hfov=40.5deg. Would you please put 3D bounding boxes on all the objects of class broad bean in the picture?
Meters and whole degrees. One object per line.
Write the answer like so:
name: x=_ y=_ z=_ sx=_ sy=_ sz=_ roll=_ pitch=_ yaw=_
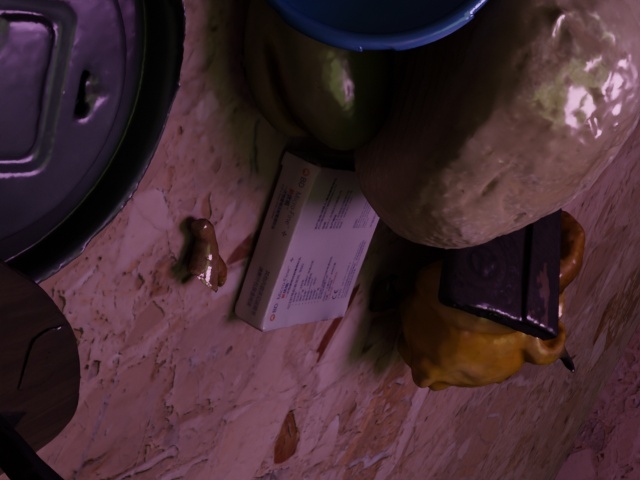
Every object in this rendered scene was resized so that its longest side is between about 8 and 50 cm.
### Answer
broad bean: x=0.014 y=-0.218 z=0.782 sx=0.189 sy=0.121 sz=0.263 roll=22 pitch=81 yaw=-54

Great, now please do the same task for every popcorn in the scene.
popcorn: x=0.242 y=0.084 z=1.204 sx=0.316 sy=0.281 sz=0.297 roll=-51 pitch=167 yaw=7

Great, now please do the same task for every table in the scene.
table: x=-0.213 y=0.196 z=0.560 sx=0.317 sy=0.249 sz=0.317 roll=-37 pitch=155 yaw=-21

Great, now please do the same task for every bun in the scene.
bun: x=0.187 y=-0.150 z=0.851 sx=0.352 sy=0.227 sz=0.348 roll=131 pitch=-23 yaw=-58

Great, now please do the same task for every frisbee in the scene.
frisbee: x=0.043 y=-0.267 z=0.686 sx=0.242 sy=0.242 sz=0.045 roll=-62 pitch=-178 yaw=1

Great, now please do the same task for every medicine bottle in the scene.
medicine bottle: x=0.000 y=0.000 z=0.973 sx=0.171 sy=0.052 sz=0.201 roll=-5 pitch=119 yaw=-54

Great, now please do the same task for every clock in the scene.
clock: x=-0.228 y=-0.104 z=0.547 sx=0.325 sy=0.067 sz=0.325 roll=-35 pitch=141 yaw=-35

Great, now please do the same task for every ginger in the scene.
ginger: x=-0.114 y=0.021 z=0.847 sx=0.097 sy=0.030 sz=0.048 roll=79 pitch=21 yaw=-50

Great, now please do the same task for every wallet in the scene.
wallet: x=0.238 y=-0.046 z=1.087 sx=0.171 sy=0.044 sz=0.321 roll=20 pitch=64 yaw=-20
